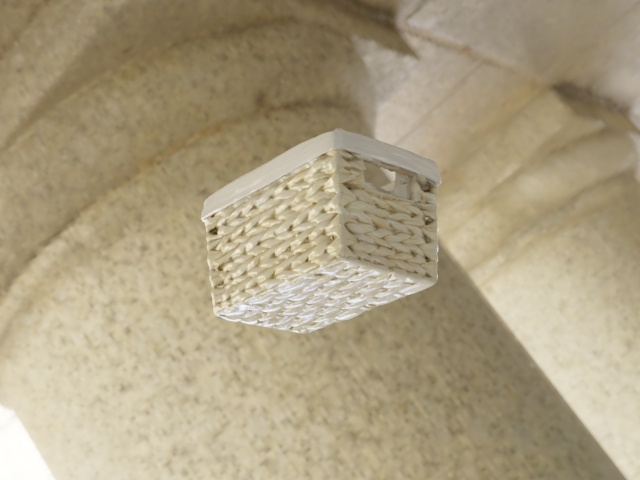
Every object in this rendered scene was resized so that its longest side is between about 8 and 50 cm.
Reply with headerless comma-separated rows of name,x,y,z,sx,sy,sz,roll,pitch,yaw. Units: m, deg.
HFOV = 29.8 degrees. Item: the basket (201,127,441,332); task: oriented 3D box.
basket,0.000,0.000,0.919,0.113,0.103,0.167,14,154,-39
